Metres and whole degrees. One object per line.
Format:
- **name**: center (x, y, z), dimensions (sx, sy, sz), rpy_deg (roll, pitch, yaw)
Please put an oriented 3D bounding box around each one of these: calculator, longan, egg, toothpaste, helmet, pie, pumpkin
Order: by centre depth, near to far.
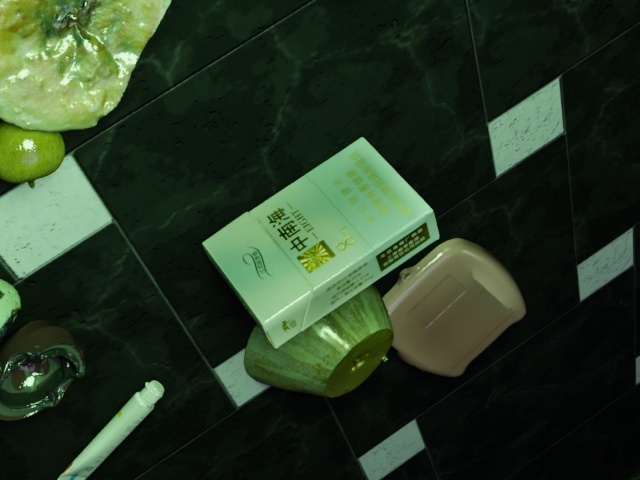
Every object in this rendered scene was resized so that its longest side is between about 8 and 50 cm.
- **pie**: center (-0.238, -0.201, 1.027), dimensions (0.185, 0.052, 0.218), rpy_deg (16, 114, -32)
- **longan**: center (-0.283, -0.082, 1.105), dimensions (0.075, 0.075, 0.083), rpy_deg (-18, 134, -28)
- **egg**: center (-0.364, 0.078, 1.194), dimensions (0.110, 0.085, 0.085), rpy_deg (-17, 140, -39)
- **helmet**: center (-0.330, 0.140, 1.305), dimensions (0.123, 0.070, 0.098), rpy_deg (-39, 139, 10)
- **toothpaste**: center (-0.274, 0.256, 1.520), dimensions (0.190, 0.031, 0.048), rpy_deg (-47, 147, 15)
- **pumpkin**: center (0.015, 0.155, 1.597), dimensions (0.217, 0.110, 0.217), rpy_deg (-22, 138, -22)
- **calculator**: center (0.201, 0.111, 1.774), dimensions (0.220, 0.048, 0.330), rpy_deg (-44, 142, 8)

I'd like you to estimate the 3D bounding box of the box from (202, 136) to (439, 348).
- **box**: center (0.000, 0.000, 1.379), dimensions (0.243, 0.155, 0.067), rpy_deg (-35, 143, -9)
